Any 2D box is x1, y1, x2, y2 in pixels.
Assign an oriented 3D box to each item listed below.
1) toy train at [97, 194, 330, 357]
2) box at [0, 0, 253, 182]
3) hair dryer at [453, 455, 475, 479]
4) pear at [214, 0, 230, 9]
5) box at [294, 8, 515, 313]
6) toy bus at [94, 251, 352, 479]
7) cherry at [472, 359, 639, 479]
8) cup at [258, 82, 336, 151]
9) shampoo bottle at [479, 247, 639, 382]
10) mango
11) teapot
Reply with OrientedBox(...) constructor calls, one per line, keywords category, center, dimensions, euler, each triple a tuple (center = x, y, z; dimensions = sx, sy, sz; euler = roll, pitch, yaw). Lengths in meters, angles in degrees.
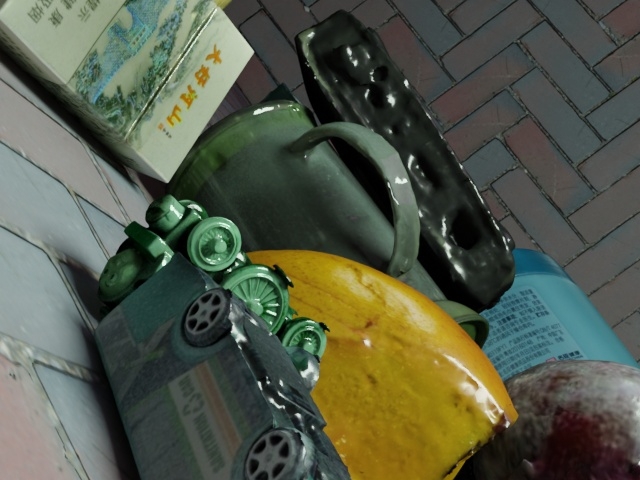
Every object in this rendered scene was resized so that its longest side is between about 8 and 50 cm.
OrientedBox(category="toy train", center=(-0.073, 0.051, 0.751), dimensions=(0.178, 0.104, 0.071), euler=(51, -11, -31))
OrientedBox(category="box", center=(-0.183, -0.190, 1.006), dimensions=(0.069, 0.164, 0.256), euler=(21, -17, 37))
OrientedBox(category="hair dryer", center=(0.111, 0.204, 1.073), dimensions=(0.070, 0.114, 0.248), euler=(58, 18, -19))
OrientedBox(category="pear", center=(-0.216, -0.345, 1.164), dimensions=(0.309, 0.309, 0.309), euler=(53, 4, -6))
OrientedBox(category="box", center=(0.095, -0.073, 1.264), dimensions=(0.359, 0.091, 0.350), euler=(58, -1, 7))
OrientedBox(category="toy bus", center=(-0.043, 0.110, 0.590), dimensions=(0.091, 0.109, 0.261), euler=(49, 5, -37))
OrientedBox(category="cherry", center=(0.220, 0.186, 0.937), dimensions=(0.195, 0.195, 0.195), euler=(53, 4, -6))
OrientedBox(category="cup", center=(-0.065, -0.087, 1.439), dimensions=(0.167, 0.173, 0.299), euler=(53, 4, -7))
OrientedBox(category="shampoo bottle", center=(0.275, 0.242, 1.478), dimensions=(0.331, 0.331, 0.342), euler=(49, 8, -48))
OrientedBox(category="mango", center=(0.013, 0.098, 0.880), dimensions=(0.257, 0.187, 0.138), euler=(45, -18, 12))
OrientedBox(category="teapot", center=(0.000, 0.000, 1.090), dimensions=(0.200, 0.270, 0.337), euler=(-17, 59, -37))
